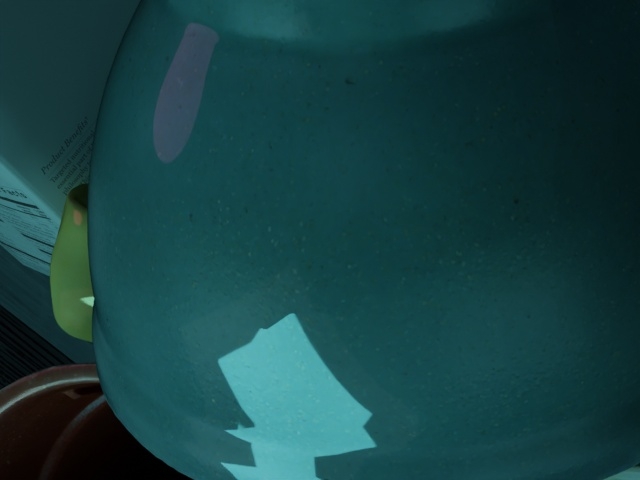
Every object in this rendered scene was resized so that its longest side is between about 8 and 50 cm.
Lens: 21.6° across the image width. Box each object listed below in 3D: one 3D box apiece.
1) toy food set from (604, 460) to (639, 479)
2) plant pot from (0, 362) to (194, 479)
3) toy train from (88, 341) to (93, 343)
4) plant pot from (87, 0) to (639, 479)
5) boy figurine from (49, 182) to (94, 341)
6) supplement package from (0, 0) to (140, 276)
[{"bbox_3d":[0.229,0.084,0.682,0.092,0.220,0.306,65,160,-3],"label":"toy food set"},{"bbox_3d":[-0.018,0.173,0.880,0.272,0.272,0.265,28,-158,27],"label":"plant pot"},{"bbox_3d":[-0.041,0.049,1.248,0.334,0.142,0.190,8,146,26],"label":"toy train"},{"bbox_3d":[0.033,-0.055,0.690,0.293,0.293,0.196,23,134,40],"label":"plant pot"},{"bbox_3d":[0.000,0.000,0.891,0.177,0.285,0.092,-91,-3,-70],"label":"boy figurine"},{"bbox_3d":[-0.156,-0.120,0.975,0.198,0.199,0.262,17,156,51],"label":"supplement package"}]
